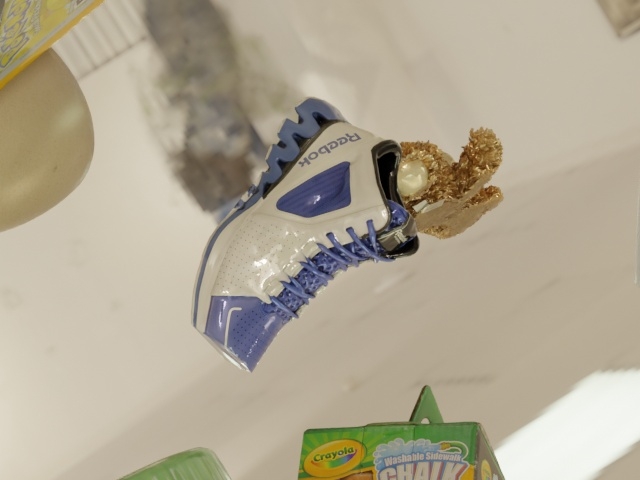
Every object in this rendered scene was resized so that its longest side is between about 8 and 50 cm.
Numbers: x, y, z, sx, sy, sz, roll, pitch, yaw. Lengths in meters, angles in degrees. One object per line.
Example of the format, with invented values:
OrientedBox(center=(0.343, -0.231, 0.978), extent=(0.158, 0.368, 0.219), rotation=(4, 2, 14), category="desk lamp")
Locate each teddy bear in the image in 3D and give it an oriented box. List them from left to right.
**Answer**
OrientedBox(center=(0.119, -0.077, 2.174), extent=(0.338, 0.113, 0.245), rotation=(-10, 154, -48), category="teddy bear")

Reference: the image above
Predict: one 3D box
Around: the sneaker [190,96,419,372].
OrientedBox(center=(0.001, -0.001, 1.768), extent=(0.316, 0.182, 0.127), rotation=(-63, 148, -13), category="sneaker")

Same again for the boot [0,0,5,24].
OrientedBox(center=(-0.389, -0.276, 1.155), extent=(0.260, 0.348, 0.131), rotation=(-8, -147, 16), category="boot")

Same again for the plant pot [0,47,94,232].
OrientedBox(center=(-0.435, -0.110, 1.909), extent=(0.284, 0.284, 0.191), rotation=(-28, -161, 40), category="plant pot")

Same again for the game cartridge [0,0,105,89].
OrientedBox(center=(-0.309, -0.243, 1.669), extent=(0.324, 0.052, 0.285), rotation=(-48, 177, -24), category="game cartridge")

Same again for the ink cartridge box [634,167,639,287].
OrientedBox(center=(0.389, -0.146, 1.782), extent=(0.072, 0.307, 0.304), rotation=(6, 154, 14), category="ink cartridge box")

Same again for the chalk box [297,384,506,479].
OrientedBox(center=(0.079, 0.282, 1.543), extent=(0.179, 0.180, 0.289), rotation=(-5, -127, 17), category="chalk box")

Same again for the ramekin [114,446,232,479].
OrientedBox(center=(-0.214, 0.358, 1.861), extent=(0.303, 0.148, 0.303), rotation=(-27, 170, -5), category="ramekin")
